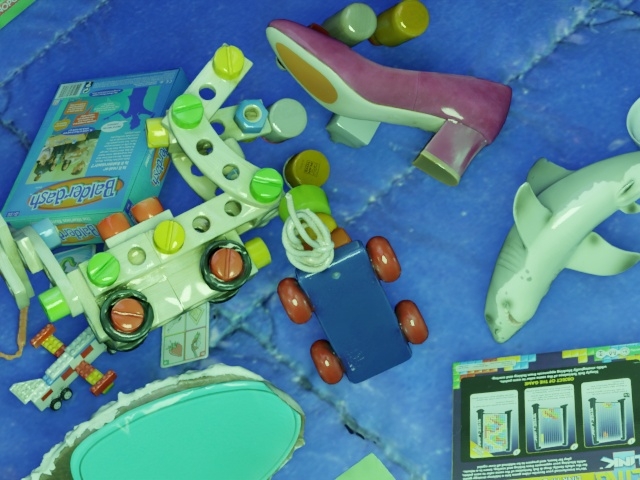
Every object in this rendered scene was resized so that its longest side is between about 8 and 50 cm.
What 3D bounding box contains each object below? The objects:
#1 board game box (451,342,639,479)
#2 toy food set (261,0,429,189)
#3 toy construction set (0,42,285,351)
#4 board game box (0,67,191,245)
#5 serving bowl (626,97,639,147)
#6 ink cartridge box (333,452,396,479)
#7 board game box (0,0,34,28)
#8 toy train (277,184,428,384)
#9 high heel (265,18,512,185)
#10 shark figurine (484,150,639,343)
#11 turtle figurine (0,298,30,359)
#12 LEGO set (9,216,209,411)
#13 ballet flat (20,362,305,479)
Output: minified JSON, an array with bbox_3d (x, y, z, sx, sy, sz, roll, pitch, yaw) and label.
[{"bbox_3d":[0.195,0.161,1.255,0.170,0.048,0.141,-7,52,16],"label":"board game box"},{"bbox_3d":[0.006,-0.157,1.565,0.232,0.111,0.104,-61,14,-13],"label":"toy food set"},{"bbox_3d":[-0.170,-0.022,1.431,0.328,0.151,0.215,-29,83,-1],"label":"toy construction set"},{"bbox_3d":[-0.235,-0.087,1.620,0.160,0.047,0.210,-3,48,25],"label":"board game box"},{"bbox_3d":[0.331,-0.107,1.434,0.083,0.027,0.083,-12,49,13],"label":"serving bowl"},{"bbox_3d":[-0.015,0.281,1.236,0.235,0.056,0.171,-37,48,-7],"label":"ink cartridge box"},{"bbox_3d":[-0.447,-0.332,1.920,0.317,0.046,0.213,-43,49,-15],"label":"board game box"},{"bbox_3d":[0.000,0.000,1.334,0.105,0.248,0.143,-26,43,1],"label":"toy train"},{"bbox_3d":[0.069,-0.165,1.482,0.244,0.082,0.117,34,73,-1],"label":"high heel"},{"bbox_3d":[0.242,-0.045,1.336,0.278,0.166,0.116,-28,37,-4],"label":"shark figurine"},{"bbox_3d":[-0.433,0.041,1.544,0.217,0.087,0.269,-6,50,-40],"label":"turtle figurine"},{"bbox_3d":[-0.197,0.072,1.479,0.183,0.060,0.244,-15,47,13],"label":"LEGO set"},{"bbox_3d":[-0.210,0.224,1.317,0.409,0.147,0.147,-32,48,-7],"label":"ballet flat"}]
